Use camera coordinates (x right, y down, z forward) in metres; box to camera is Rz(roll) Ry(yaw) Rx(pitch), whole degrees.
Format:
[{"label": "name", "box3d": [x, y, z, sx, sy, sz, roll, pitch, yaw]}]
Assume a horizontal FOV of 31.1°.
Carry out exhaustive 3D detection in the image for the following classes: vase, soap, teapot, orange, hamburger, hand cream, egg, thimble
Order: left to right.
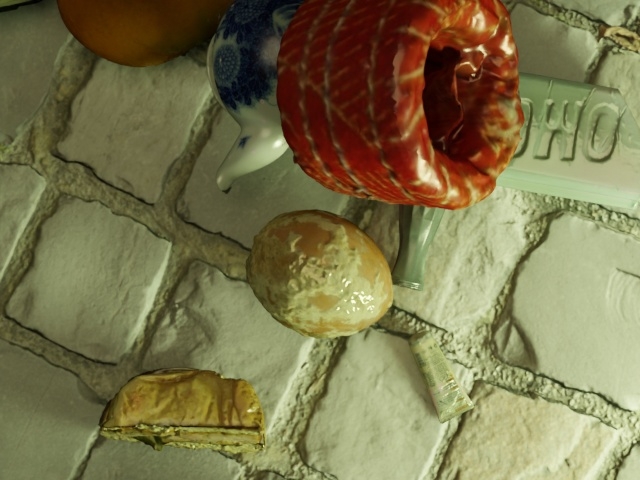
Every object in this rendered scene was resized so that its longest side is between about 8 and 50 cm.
[{"label": "orange", "box3d": [-0.266, -0.422, 1.847, 0.310, 0.274, 0.274, -30, 78, -16]}, {"label": "hamburger", "box3d": [-0.211, 0.261, 1.776, 0.262, 0.124, 0.131, 2, 61, 1]}, {"label": "teapot", "box3d": [-0.073, -0.275, 1.809, 0.280, 0.252, 0.423, -3, 66, 42]}, {"label": "egg", "box3d": [0.001, 0.052, 1.751, 0.233, 0.195, 0.194, 17, 81, -12]}, {"label": "thimble", "box3d": [0.119, -0.210, 1.634, 0.231, 0.350, 0.350, 6, 79, 37]}, {"label": "vase", "box3d": [0.155, -0.029, 1.810, 0.086, 0.086, 0.214, 11, 85, 7]}, {"label": "hand cream", "box3d": [0.183, 0.207, 1.786, 0.061, 0.039, 0.143, -25, 87, -6]}, {"label": "soap", "box3d": [0.369, -0.161, 1.802, 0.290, 0.095, 0.172, 11, 82, 7]}]

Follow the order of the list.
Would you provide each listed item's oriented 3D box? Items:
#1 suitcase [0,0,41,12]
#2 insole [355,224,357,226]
[{"label": "suitcase", "box3d": [-0.566, -0.544, 1.917, 0.339, 0.194, 0.351, -11, 80, -3]}, {"label": "insole", "box3d": [0.000, 0.000, 1.855, 0.135, 0.002, 0.045, -13, 77, 3]}]
